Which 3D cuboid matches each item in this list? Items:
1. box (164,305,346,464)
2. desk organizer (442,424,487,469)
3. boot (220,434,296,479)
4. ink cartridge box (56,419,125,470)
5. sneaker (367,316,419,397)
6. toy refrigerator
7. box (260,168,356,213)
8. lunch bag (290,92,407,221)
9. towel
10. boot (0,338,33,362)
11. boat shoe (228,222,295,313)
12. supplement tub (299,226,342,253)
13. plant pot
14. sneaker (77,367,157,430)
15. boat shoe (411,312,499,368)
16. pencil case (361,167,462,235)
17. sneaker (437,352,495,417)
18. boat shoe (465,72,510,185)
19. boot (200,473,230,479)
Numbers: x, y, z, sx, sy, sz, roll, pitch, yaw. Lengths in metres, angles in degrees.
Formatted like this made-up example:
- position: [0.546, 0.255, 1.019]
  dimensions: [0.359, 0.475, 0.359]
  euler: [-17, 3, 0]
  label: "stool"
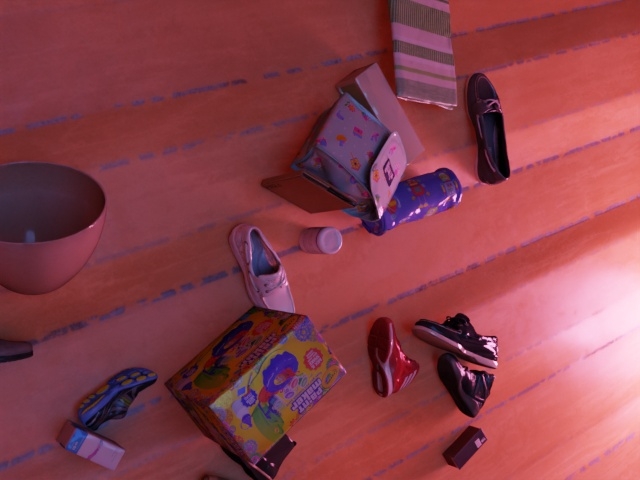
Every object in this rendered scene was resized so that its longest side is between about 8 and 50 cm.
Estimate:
- position: [-0.151, 0.315, 1.706]
  dimensions: [0.290, 0.279, 0.177]
  euler: [-41, 110, -25]
  label: "box"
- position: [0.418, 0.598, 2.177]
  dimensions: [0.130, 0.050, 0.047]
  euler: [-38, 109, -25]
  label: "desk organizer"
- position: [-0.153, 0.493, 1.833]
  dimensions: [0.137, 0.077, 0.198]
  euler: [-51, 127, -25]
  label: "boot"
- position: [-0.493, 0.440, 1.612]
  dimensions: [0.122, 0.088, 0.052]
  euler: [34, 73, -26]
  label: "ink cartridge box"
- position: [0.202, 0.306, 2.043]
  dimensions: [0.128, 0.087, 0.221]
  euler: [-9, 107, -39]
  label: "sneaker"
- position: [0.155, -0.323, 1.990]
  dimensions: [0.094, 0.102, 0.269]
  euler: [-41, 110, -24]
  label: "toy refrigerator"
- position: [-0.031, -0.115, 1.822]
  dimensions: [0.164, 0.201, 0.021]
  euler: [29, 72, -28]
  label: "box"
- position: [0.091, -0.198, 1.873]
  dimensions: [0.262, 0.160, 0.223]
  euler: [38, 51, -13]
  label: "lunch bag"
- position: [0.278, -0.531, 2.056]
  dimensions: [0.248, 0.038, 0.324]
  euler: [2, 81, -40]
  label: "towel"
- position: [-0.697, 0.163, 1.500]
  dimensions: [0.247, 0.083, 0.161]
  euler: [6, 81, -32]
  label: "boot"
- position: [-0.131, 0.087, 1.823]
  dimensions: [0.098, 0.096, 0.277]
  euler: [-35, 107, -26]
  label: "boat shoe"
- position: [0.000, 0.000, 1.894]
  dimensions: [0.071, 0.107, 0.071]
  euler: [0, 91, -31]
  label: "supplement tub"
- position: [-0.569, -0.004, 1.490]
  dimensions: [0.284, 0.284, 0.190]
  euler: [-14, 132, -30]
  label: "plant pot"
- position: [-0.446, 0.349, 1.664]
  dimensions: [0.188, 0.067, 0.078]
  euler: [-35, 128, -28]
  label: "sneaker"
- position: [0.393, 0.264, 2.119]
  dimensions: [0.340, 0.127, 0.113]
  euler: [26, 76, -30]
  label: "boat shoe"
- position: [0.239, -0.101, 2.030]
  dimensions: [0.306, 0.133, 0.119]
  euler: [-20, 61, -30]
  label: "pencil case"
- position: [0.421, 0.388, 2.161]
  dimensions: [0.130, 0.087, 0.227]
  euler: [-43, 114, -25]
  label: "sneaker"
- position: [0.503, -0.329, 2.200]
  dimensions: [0.112, 0.095, 0.335]
  euler: [-9, 95, -30]
  label: "boat shoe"
- position: [-0.194, 0.706, 1.798]
  dimensions: [0.270, 0.089, 0.236]
  euler: [25, 67, -28]
  label: "boot"
